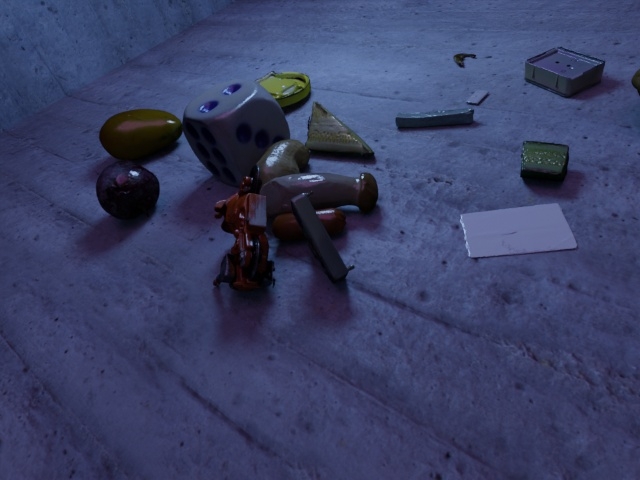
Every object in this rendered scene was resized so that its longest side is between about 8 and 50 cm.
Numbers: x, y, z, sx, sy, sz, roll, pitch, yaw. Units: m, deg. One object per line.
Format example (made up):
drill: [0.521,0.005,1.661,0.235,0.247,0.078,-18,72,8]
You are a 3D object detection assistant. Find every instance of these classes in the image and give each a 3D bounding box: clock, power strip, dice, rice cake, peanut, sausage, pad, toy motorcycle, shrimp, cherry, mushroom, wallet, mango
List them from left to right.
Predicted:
cherry: [-0.626,-0.163,1.412,0.195,0.195,0.195,-10,43,9]
mango: [-0.698,-0.424,1.718,0.318,0.172,0.211,-14,42,-5]
dice: [-0.270,-0.349,1.428,0.243,0.259,0.251,19,55,37]
toy motorcycle: [-0.192,-0.017,1.109,0.148,0.221,0.325,9,59,-23]
clock: [-0.179,-0.610,1.803,0.277,0.071,0.294,-36,45,-25]
peanut: [-0.118,-0.227,1.348,0.137,0.122,0.253,32,50,-9]
sausage: [-0.029,-0.042,1.154,0.198,0.076,0.076,-6,44,12]
mushroom: [-0.017,-0.126,1.205,0.351,0.128,0.128,-1,45,12]
power strip: [0.000,0.000,1.049,0.061,0.145,0.215,-26,79,-9]
rice cake: [0.365,-0.394,1.408,0.246,0.045,0.042,1,43,20]
shrimp: [0.556,-0.698,1.680,0.083,0.023,0.114,-5,40,10]
wallet: [0.527,-0.481,1.469,0.044,0.011,0.083,24,57,37]
pad: [0.453,-0.025,1.022,0.232,0.004,0.156,-6,44,13]
clock: [0.776,-0.544,1.405,0.147,0.071,0.192,-26,43,-9]

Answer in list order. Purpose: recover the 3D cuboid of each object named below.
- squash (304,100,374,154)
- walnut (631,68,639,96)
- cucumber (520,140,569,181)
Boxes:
squash: [0.085,-0.360,1.423,0.252,0.093,0.169,11,94,29]
walnut: [0.931,-0.400,1.090,0.284,0.227,0.282,-1,39,1]
cucumber: [0.566,-0.194,1.118,0.115,0.062,0.116,11,57,31]
